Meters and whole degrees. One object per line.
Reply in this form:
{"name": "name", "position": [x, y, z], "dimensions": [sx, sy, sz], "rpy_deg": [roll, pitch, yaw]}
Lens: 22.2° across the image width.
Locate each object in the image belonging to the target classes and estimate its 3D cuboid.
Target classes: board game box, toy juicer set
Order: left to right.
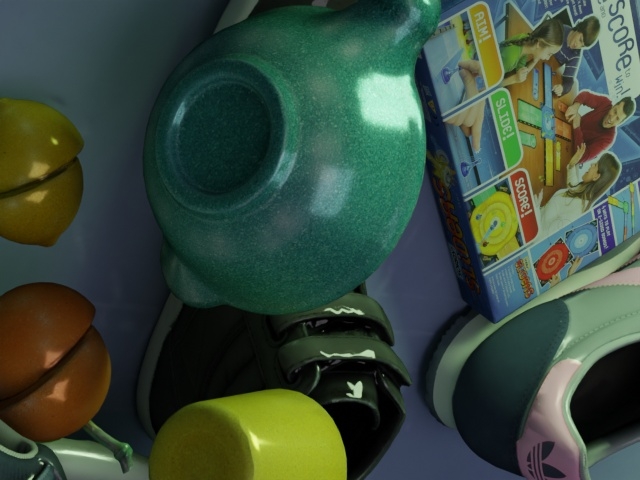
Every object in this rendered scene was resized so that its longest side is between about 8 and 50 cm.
{"name": "toy juicer set", "position": [-0.050, -0.046, 0.712], "dimensions": [0.089, 0.209, 0.329], "rpy_deg": [15, 90, -59]}
{"name": "board game box", "position": [0.120, -0.068, 0.899], "dimensions": [0.136, 0.035, 0.201], "rpy_deg": [-30, 127, -17]}

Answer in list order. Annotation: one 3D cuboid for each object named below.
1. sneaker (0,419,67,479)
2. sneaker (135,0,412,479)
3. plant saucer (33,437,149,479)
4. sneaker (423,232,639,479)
{"name": "sneaker", "position": [-0.199, 0.151, 0.654], "dimensions": [0.226, 0.086, 0.163], "rpy_deg": [-20, 110, -13]}
{"name": "sneaker", "position": [0.000, 0.000, 0.783], "dimensions": [0.104, 0.147, 0.296], "rpy_deg": [5, 109, -33]}
{"name": "plant saucer", "position": [-0.196, 0.262, 0.811], "dimensions": [0.400, 0.100, 0.401], "rpy_deg": [-13, 117, -26]}
{"name": "sneaker", "position": [0.224, 0.049, 0.965], "dimensions": [0.319, 0.131, 0.112], "rpy_deg": [-32, 127, -16]}
